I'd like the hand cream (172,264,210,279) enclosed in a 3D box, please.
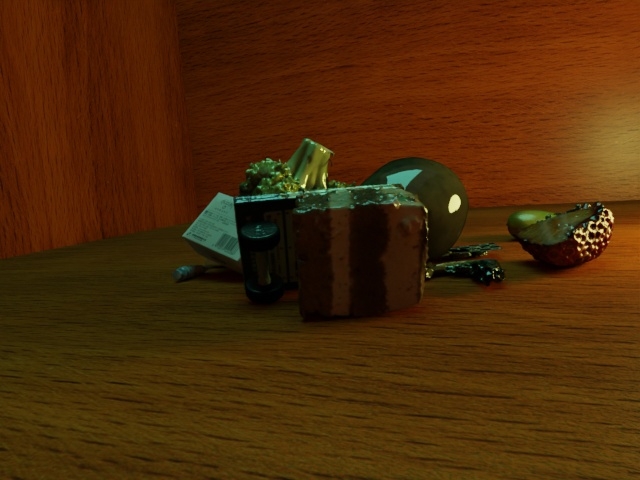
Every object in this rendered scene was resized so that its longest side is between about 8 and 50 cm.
[{"bbox_3d":[-0.431,0.103,1.780,0.065,0.043,0.171,-1,3,17],"label":"hand cream"}]

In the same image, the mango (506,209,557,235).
[{"bbox_3d":[0.832,-0.064,2.036,0.251,0.114,0.156,-7,1,-16],"label":"mango"}]

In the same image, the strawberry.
[{"bbox_3d":[0.710,0.003,1.501,0.254,0.150,0.280,-25,8,4],"label":"strawberry"}]

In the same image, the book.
[{"bbox_3d":[0.000,0.000,1.408,0.429,0.299,0.039,-5,37,-7],"label":"book"}]

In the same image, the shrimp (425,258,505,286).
[{"bbox_3d":[0.371,0.080,1.415,0.223,0.054,0.290,-3,4,3],"label":"shrimp"}]

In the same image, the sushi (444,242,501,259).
[{"bbox_3d":[0.485,0.042,1.746,0.201,0.031,0.139,-7,7,7],"label":"sushi"}]

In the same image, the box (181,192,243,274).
[{"bbox_3d":[-0.280,-0.021,1.747,0.275,0.116,0.203,20,65,34],"label":"box"}]

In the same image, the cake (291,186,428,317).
[{"bbox_3d":[0.087,0.024,1.221,0.291,0.281,0.255,0,14,3],"label":"cake"}]

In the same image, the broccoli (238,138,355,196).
[{"bbox_3d":[-0.064,-0.146,1.525,0.348,0.280,0.293,23,7,-28],"label":"broccoli"}]

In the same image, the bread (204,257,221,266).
[{"bbox_3d":[-0.294,0.017,1.885,0.163,0.167,0.264,-12,12,-32],"label":"bread"}]

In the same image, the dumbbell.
[{"bbox_3d":[-0.144,0.054,1.323,0.100,0.190,0.100,-1,29,1],"label":"dumbbell"}]

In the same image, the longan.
[{"bbox_3d":[0.264,-0.084,1.666,0.405,0.335,0.404,-13,24,6],"label":"longan"}]
